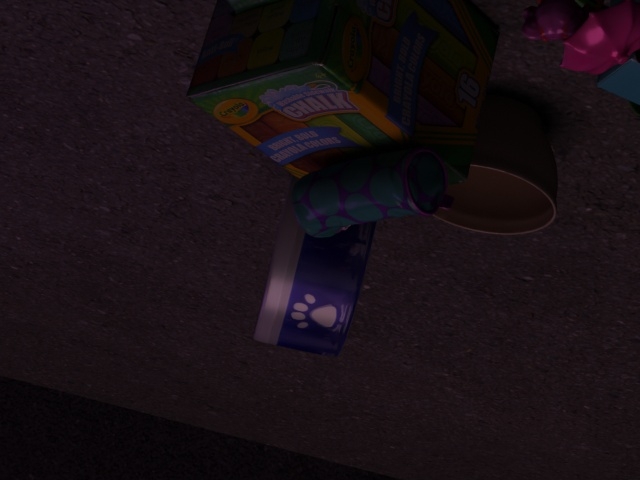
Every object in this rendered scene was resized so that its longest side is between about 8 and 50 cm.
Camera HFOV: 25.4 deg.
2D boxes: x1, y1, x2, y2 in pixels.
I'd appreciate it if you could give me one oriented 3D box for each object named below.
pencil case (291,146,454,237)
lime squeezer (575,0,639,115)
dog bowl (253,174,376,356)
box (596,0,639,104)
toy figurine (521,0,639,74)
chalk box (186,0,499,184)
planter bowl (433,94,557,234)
[{"bbox_3d":[0.047,-0.044,1.338,0.151,0.064,0.070,-10,130,44],"label":"pencil case"},{"bbox_3d":[0.280,-0.160,1.353,0.310,0.110,0.059,57,161,-15],"label":"lime squeezer"},{"bbox_3d":[0.000,0.000,1.674,0.104,0.265,0.265,13,158,-2],"label":"dog bowl"},{"bbox_3d":[0.378,-0.149,1.305,0.244,0.101,0.060,21,156,-15],"label":"box"},{"bbox_3d":[0.216,-0.214,1.176,0.173,0.159,0.130,5,156,24],"label":"toy figurine"},{"bbox_3d":[0.005,-0.183,1.352,0.180,0.179,0.289,-9,148,44],"label":"chalk box"},{"bbox_3d":[0.185,-0.090,1.549,0.162,0.109,0.162,13,158,5],"label":"planter bowl"}]
